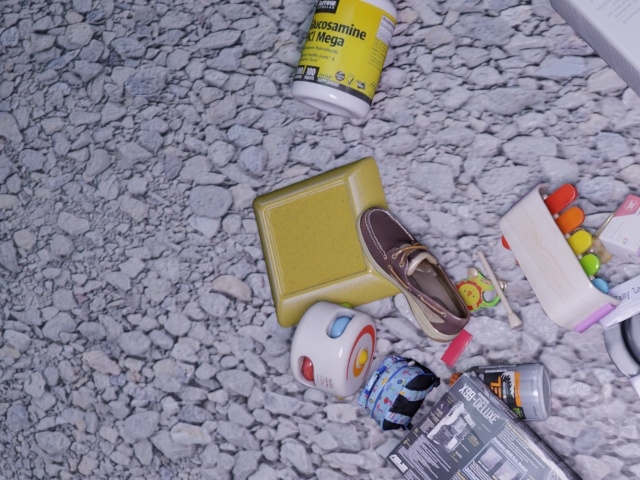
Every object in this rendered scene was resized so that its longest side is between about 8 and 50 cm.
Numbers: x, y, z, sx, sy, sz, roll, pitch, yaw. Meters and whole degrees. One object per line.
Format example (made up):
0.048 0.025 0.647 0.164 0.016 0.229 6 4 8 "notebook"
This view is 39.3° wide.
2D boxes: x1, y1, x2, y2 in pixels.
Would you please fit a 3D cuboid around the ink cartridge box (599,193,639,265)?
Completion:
0.658 -0.003 1.727 0.198 0.067 0.115 27 76 46 "ink cartridge box"

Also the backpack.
0.155 0.322 1.893 0.117 0.173 0.158 35 97 24 "backpack"

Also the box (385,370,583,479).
0.315 0.445 1.736 0.307 0.076 0.242 44 104 22 "box"

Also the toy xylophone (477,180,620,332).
0.451 0.042 1.821 0.236 0.081 0.322 -37 60 40 "toy xylophone"

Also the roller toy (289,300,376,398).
0.035 0.240 1.948 0.146 0.191 0.209 15 88 24 "roller toy"

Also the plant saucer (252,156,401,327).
0.000 0.000 2.062 0.333 0.081 0.332 -19 74 20 "plant saucer"

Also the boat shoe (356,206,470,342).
0.205 0.053 1.915 0.123 0.123 0.342 -23 72 -25 "boat shoe"

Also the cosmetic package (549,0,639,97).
0.639 -0.408 1.758 0.161 0.230 0.453 -41 69 13 "cosmetic package"

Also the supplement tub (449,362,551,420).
0.367 0.312 1.832 0.190 0.117 0.117 -8 79 23 "supplement tub"

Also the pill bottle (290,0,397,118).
0.065 -0.461 2.042 0.188 0.188 0.333 16 89 25 "pill bottle"

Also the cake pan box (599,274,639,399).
0.688 0.170 1.739 0.267 0.070 0.245 -28 70 18 "cake pan box"

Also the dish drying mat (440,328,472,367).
0.294 0.232 1.936 0.032 0.008 0.083 36 98 25 "dish drying mat"

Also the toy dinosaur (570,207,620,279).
0.559 0.006 1.839 0.093 0.053 0.183 19 93 11 "toy dinosaur"

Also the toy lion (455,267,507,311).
0.337 0.113 1.925 0.100 0.034 0.096 27 100 24 "toy lion"
